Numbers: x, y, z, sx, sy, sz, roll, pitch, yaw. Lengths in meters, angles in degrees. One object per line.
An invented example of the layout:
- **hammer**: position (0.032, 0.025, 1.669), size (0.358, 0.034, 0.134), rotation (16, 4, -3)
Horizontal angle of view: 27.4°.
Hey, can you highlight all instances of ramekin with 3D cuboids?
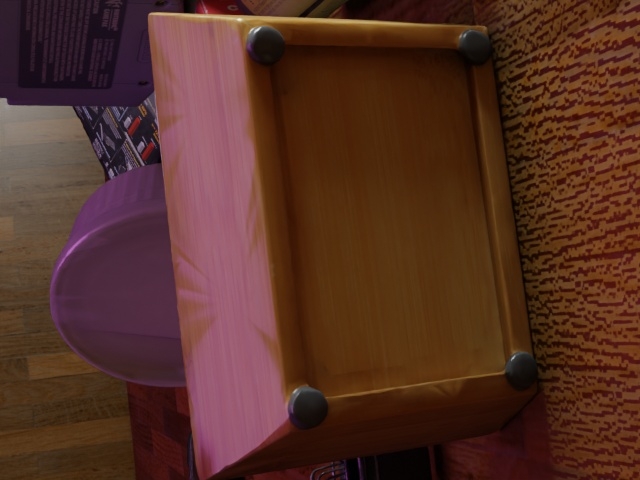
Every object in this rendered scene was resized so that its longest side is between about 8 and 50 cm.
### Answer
- **ramekin**: position (-0.169, 0.032, 1.499), size (0.127, 0.273, 0.273), rotation (-96, 9, -50)

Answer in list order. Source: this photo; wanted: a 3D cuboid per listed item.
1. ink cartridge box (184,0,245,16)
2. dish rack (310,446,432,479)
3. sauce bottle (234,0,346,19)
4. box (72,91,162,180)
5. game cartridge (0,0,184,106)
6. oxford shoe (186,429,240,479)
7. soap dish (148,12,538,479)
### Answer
- **ink cartridge box**: position (-0.090, -0.198, 1.371), size (0.273, 0.114, 0.197), rotation (-115, 24, -51)
- **dish rack**: position (0.037, 0.246, 1.132), size (0.271, 0.074, 0.208), rotation (179, 87, -76)
- **sauce bottle**: position (0.009, -0.239, 0.987), size (0.344, 0.111, 0.111), rotation (173, 91, -74)
- **box**: position (-0.273, -0.235, 1.846), size (0.307, 0.076, 0.242), rotation (61, 141, 15)
- **game cartridge**: position (-0.237, -0.215, 1.302), size (0.297, 0.198, 0.062), rotation (125, 137, -67)
- **oxford shoe**: position (-0.153, 0.374, 1.915), size (0.096, 0.083, 0.227), rotation (143, 119, -68)
- **soap dish**: position (0.019, -0.008, 0.832), size (0.118, 0.229, 0.291), rotation (-16, 80, 58)
